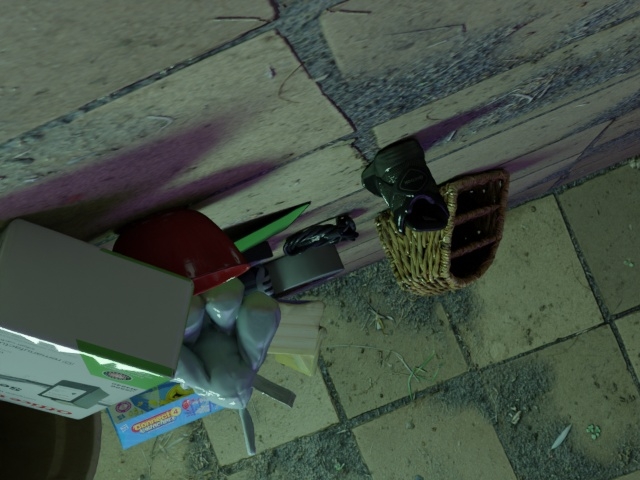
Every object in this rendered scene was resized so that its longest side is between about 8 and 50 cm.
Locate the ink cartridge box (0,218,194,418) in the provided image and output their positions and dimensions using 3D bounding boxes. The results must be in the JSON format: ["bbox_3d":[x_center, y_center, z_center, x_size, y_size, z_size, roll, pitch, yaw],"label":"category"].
[{"bbox_3d":[-0.288,0.097,1.097,0.198,0.114,0.273,21,152,-26],"label":"ink cartridge box"}]

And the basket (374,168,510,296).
[{"bbox_3d":[0.299,-0.009,2.213,0.223,0.213,0.299,-25,174,32],"label":"basket"}]

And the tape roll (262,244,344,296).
[{"bbox_3d":[-0.058,0.075,2.359,0.219,0.072,0.219,-21,174,-2],"label":"tape roll"}]

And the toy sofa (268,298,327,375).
[{"bbox_3d":[-0.170,0.194,2.277,0.363,0.177,0.150,8,-176,-39],"label":"toy sofa"}]

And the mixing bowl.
[{"bbox_3d":[-0.185,0.020,1.254,0.181,0.098,0.181,-21,174,-2],"label":"mixing bowl"}]

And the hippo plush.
[{"bbox_3d":[-0.181,0.173,1.811,0.234,0.294,0.236,-51,-164,-4],"label":"hippo plush"}]

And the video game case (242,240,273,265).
[{"bbox_3d":[-0.254,0.076,1.820,0.248,0.035,0.275,-25,173,31],"label":"video game case"}]

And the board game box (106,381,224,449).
[{"bbox_3d":[-0.400,0.340,2.564,0.302,0.086,0.308,-21,-143,-17],"label":"board game box"}]

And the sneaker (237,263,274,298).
[{"bbox_3d":[-0.154,0.082,1.973,0.098,0.083,0.224,-16,-177,-10],"label":"sneaker"}]

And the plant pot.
[{"bbox_3d":[-0.520,0.261,1.371,0.305,0.333,0.334,-12,-177,42],"label":"plant pot"}]

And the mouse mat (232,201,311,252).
[{"bbox_3d":[-0.110,-0.001,1.645,0.190,0.007,0.152,-29,175,-26],"label":"mouse mat"}]

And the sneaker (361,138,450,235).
[{"bbox_3d":[0.122,-0.063,1.501,0.087,0.130,0.227,-20,176,-7],"label":"sneaker"}]

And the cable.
[{"bbox_3d":[0.000,0.000,2.012,0.151,0.047,0.184,-22,175,-1],"label":"cable"}]
